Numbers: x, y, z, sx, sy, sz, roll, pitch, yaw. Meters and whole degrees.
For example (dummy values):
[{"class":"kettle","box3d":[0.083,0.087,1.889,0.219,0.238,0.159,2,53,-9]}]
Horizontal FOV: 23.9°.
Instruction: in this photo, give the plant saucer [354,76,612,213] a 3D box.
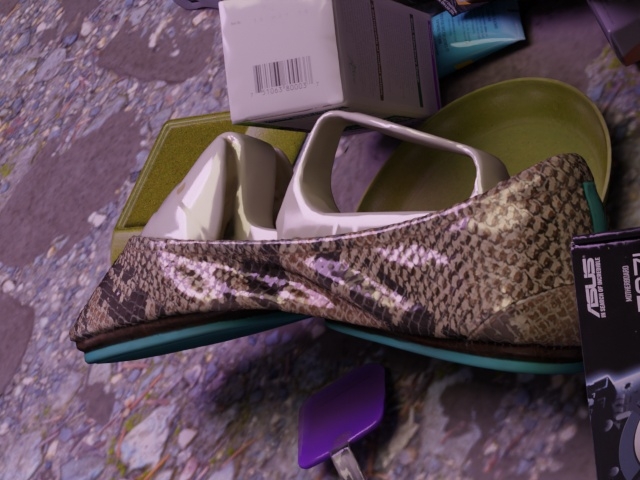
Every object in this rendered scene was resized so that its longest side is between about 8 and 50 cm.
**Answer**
[{"class":"plant saucer","box3d":[0.124,-0.017,1.158,0.241,0.037,0.241,-26,43,27]}]

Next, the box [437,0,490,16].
[{"class":"box","box3d":[0.156,-0.340,1.262,0.142,0.163,0.247,-12,39,58]}]

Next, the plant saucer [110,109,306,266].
[{"class":"plant saucer","box3d":[-0.114,-0.054,1.423,0.188,0.045,0.188,-3,56,43]}]

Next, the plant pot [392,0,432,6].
[{"class":"plant pot","box3d":[0.016,-0.299,1.402,0.230,0.215,0.215,25,76,38]}]

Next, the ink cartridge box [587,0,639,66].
[{"class":"ink cartridge box","box3d":[0.292,-0.228,1.188,0.179,0.045,0.145,-24,41,10]}]

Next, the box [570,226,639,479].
[{"class":"box","box3d":[0.232,0.076,0.860,0.147,0.077,0.180,-7,87,41]}]

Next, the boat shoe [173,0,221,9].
[{"class":"boat shoe","box3d":[-0.122,-0.272,1.636,0.100,0.035,0.035,4,63,54]}]

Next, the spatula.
[{"class":"spatula","box3d":[0.031,0.195,1.066,0.084,0.030,0.296,-34,39,18]}]

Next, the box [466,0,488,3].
[{"class":"box","box3d":[0.293,-0.254,1.008,0.381,0.191,0.143,-7,95,34]}]

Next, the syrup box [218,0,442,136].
[{"class":"syrup box","box3d":[0.015,-0.138,1.193,0.093,0.237,0.096,-7,88,22]}]

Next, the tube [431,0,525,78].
[{"class":"tube","box3d":[0.080,-0.159,1.324,0.207,0.052,0.080,-24,49,21]}]

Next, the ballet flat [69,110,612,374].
[{"class":"ballet flat","box3d":[0.000,0.000,1.087,0.483,0.164,0.182,-3,92,41]}]
